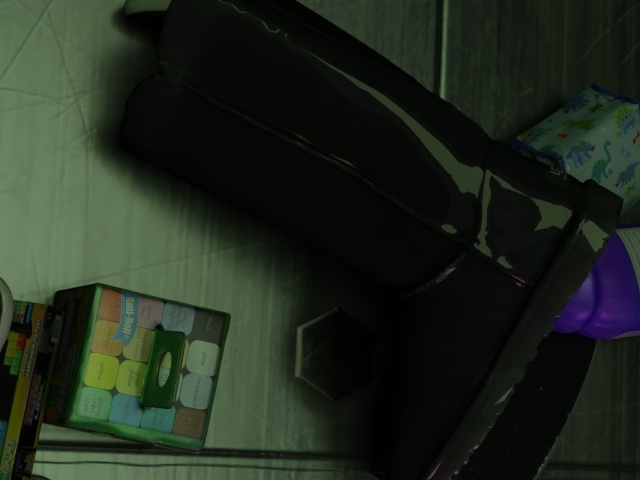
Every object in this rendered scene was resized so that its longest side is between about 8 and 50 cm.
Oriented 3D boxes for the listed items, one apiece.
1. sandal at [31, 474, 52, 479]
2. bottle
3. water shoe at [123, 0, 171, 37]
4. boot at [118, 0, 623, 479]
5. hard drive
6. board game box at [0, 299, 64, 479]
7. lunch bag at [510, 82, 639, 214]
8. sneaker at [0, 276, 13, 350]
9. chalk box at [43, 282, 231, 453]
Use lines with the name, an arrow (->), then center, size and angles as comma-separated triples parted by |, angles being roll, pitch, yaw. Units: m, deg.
sandal -> -0.295, 0.330, 1.378 | 0.120, 0.086, 0.303 | 36, 51, -21
bottle -> 0.302, 0.044, 1.642 | 0.283, 0.092, 0.118 | -5, 74, -36
water shoe -> -0.101, -0.188, 1.558 | 0.203, 0.073, 0.080 | 14, 88, -16
boot -> 0.001, -0.002, 1.486 | 0.445, 0.146, 0.367 | 29, 106, -1
hard drive -> 0.180, 0.173, 1.638 | 0.172, 0.054, 0.255 | 35, 74, -14
board game box -> -0.319, 0.133, 1.422 | 0.141, 0.048, 0.170 | 7, 80, 14
lunch bag -> 0.285, -0.070, 1.682 | 0.129, 0.096, 0.151 | -35, 127, -20
sneaker -> -0.397, 0.122, 1.332 | 0.295, 0.147, 0.104 | -35, 79, -1
chalk box -> -0.171, 0.116, 1.427 | 0.132, 0.213, 0.132 | 15, 80, -19
